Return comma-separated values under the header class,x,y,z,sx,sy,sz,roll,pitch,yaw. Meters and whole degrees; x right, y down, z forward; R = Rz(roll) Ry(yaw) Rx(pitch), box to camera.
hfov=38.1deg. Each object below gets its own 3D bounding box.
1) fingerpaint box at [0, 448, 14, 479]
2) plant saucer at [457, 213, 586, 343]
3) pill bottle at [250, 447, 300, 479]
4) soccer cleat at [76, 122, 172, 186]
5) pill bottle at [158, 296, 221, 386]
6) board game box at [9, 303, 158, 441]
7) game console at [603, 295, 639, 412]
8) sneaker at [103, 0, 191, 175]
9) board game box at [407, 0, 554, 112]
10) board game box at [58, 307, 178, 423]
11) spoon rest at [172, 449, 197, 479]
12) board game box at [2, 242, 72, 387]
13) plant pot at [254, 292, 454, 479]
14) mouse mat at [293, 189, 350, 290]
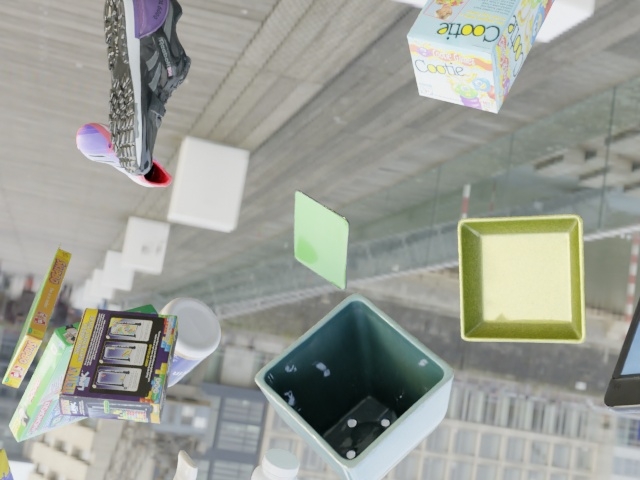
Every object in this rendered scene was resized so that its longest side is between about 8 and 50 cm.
class,x,y,z,sx,sy,sz,roll,pitch,yaw
fingerpaint box,-0.808,0.551,1.634,0.371,0.163,0.445,-10,-169,14
plant saucer,0.306,0.057,1.394,0.188,0.188,0.045,-2,180,27
pill bottle,-0.090,0.461,1.673,0.087,0.160,0.087,16,-162,-5
soccer cleat,-0.412,-0.178,1.959,0.095,0.083,0.248,18,170,32
pill bottle,-0.362,0.257,2.191,0.153,0.153,0.265,15,141,-33
board game box,-0.458,0.258,1.799,0.214,0.046,0.317,-12,147,-46
game console,0.553,0.103,1.454,0.173,0.293,0.250,47,144,-21
sneaker,-0.249,-0.240,1.406,0.124,0.283,0.107,-3,-177,-32
board game box,0.268,-0.365,1.493,0.144,0.275,0.142,19,154,25
board game box,-0.288,0.179,1.339,0.141,0.170,0.048,5,132,-1
spoon rest,-0.334,0.435,1.517,0.277,0.084,0.137,-15,-147,-30
board game box,-0.490,0.124,1.618,0.039,0.259,0.124,23,123,-19
plant pot,0.074,0.299,1.641,0.247,0.248,0.252,38,158,33
mouse mat,0.000,0.000,1.869,0.153,0.189,0.007,32,-132,31
